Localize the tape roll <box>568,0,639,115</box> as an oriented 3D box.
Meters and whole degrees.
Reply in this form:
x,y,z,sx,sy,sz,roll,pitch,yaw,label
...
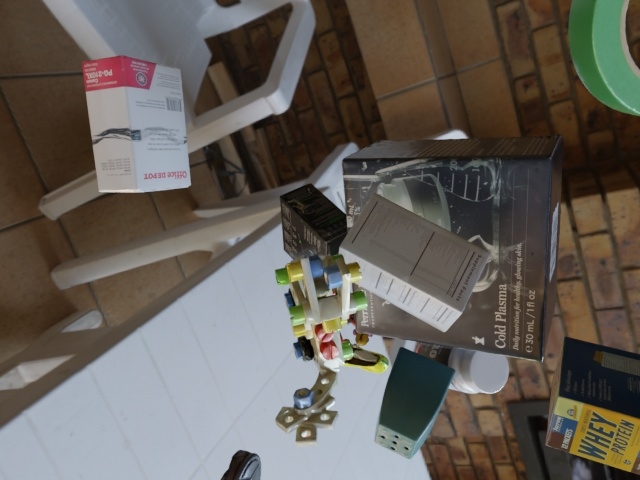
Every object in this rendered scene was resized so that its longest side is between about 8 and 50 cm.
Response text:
x,y,z,sx,sy,sz,roll,pitch,yaw,label
0.553,-0.351,0.785,0.077,0.320,0.322,-97,164,-68,tape roll

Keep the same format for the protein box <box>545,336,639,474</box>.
x,y,z,sx,sy,sz,roll,pitch,yaw,label
0.576,0.325,1.029,0.200,0.201,0.136,-46,141,-52,protein box

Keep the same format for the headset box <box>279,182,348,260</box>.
x,y,z,sx,sy,sz,roll,pitch,yaw,label
0.000,0.000,1.659,0.131,0.283,0.247,-26,138,-24,headset box

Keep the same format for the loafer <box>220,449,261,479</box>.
x,y,z,sx,sy,sz,roll,pitch,yaw,label
-0.194,0.544,1.003,0.109,0.095,0.303,-6,110,-62,loafer

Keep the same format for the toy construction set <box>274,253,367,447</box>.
x,y,z,sx,sy,sz,roll,pitch,yaw,label
-0.001,0.162,0.855,0.215,0.151,0.328,-136,-131,-67,toy construction set

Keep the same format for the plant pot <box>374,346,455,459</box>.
x,y,z,sx,sy,sz,roll,pitch,yaw,label
0.242,0.455,1.410,0.234,0.165,0.166,-52,156,-42,plant pot

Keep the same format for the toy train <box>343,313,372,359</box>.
x,y,z,sx,sy,sz,roll,pitch,yaw,label
0.085,0.281,1.499,0.166,0.125,0.046,-45,135,-20,toy train

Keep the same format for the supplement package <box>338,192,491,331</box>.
x,y,z,sx,sy,sz,roll,pitch,yaw,label
0.169,0.044,0.978,0.139,0.244,0.134,-56,168,-21,supplement package

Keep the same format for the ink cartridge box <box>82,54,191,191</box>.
x,y,z,sx,sy,sz,roll,pitch,yaw,label
-0.346,-0.215,0.991,0.172,0.100,0.238,-25,114,-67,ink cartridge box

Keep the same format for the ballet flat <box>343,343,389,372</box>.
x,y,z,sx,sy,sz,roll,pitch,yaw,label
0.104,0.361,1.619,0.077,0.230,0.077,52,52,-51,ballet flat

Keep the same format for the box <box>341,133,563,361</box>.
x,y,z,sx,sy,sz,roll,pitch,yaw,label
0.338,-0.004,1.304,0.297,0.471,0.481,-34,122,-55,box

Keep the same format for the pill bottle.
x,y,z,sx,sy,sz,roll,pitch,yaw,label
0.427,0.377,1.574,0.161,0.283,0.162,3,81,-20,pill bottle
